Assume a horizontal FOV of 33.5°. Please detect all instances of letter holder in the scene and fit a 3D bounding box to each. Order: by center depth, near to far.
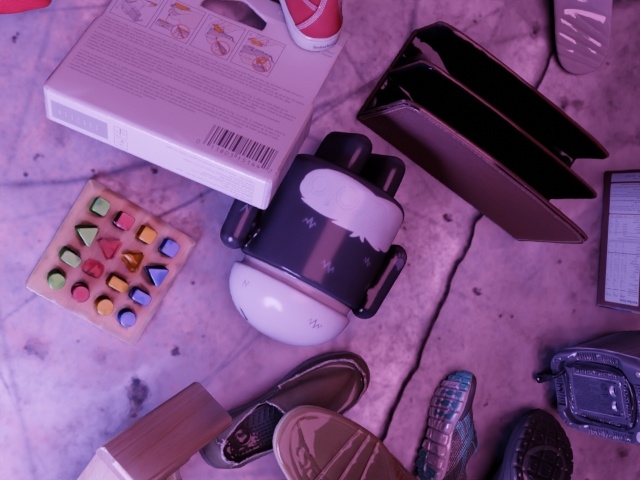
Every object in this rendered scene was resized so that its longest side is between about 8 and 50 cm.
[{"bbox_3d":[0.233,-0.140,1.392,0.302,0.214,0.152,35,84,-14],"label":"letter holder"}]

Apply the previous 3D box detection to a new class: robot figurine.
[{"bbox_3d":[-0.002,-0.001,1.361,0.209,0.173,0.278,26,85,12],"label":"robot figurine"}]

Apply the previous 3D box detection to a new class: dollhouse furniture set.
[{"bbox_3d":[-0.117,0.406,1.223,0.394,0.362,0.256,45,125,10],"label":"dollhouse furniture set"}]

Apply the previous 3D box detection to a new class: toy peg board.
[{"bbox_3d":[-0.260,0.030,1.337,0.161,0.079,0.161,32,85,-14],"label":"toy peg board"}]

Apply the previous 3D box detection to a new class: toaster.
[{"bbox_3d":[0.429,0.197,1.476,0.146,0.227,0.129,-14,97,-31],"label":"toaster"}]

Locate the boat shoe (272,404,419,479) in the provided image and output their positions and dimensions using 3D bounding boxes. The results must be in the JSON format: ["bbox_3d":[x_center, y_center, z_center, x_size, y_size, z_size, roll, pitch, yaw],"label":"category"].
[{"bbox_3d":[0.056,0.327,1.400,0.341,0.110,0.121,43,80,-23],"label":"boat shoe"}]

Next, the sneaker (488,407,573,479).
[{"bbox_3d":[0.260,0.366,1.481,0.109,0.130,0.286,35,61,-20],"label":"sneaker"}]

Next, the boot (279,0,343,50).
[{"bbox_3d":[-0.026,-0.378,1.294,0.088,0.176,0.244,-17,64,-18],"label":"boot"}]

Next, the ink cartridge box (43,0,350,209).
[{"bbox_3d":[-0.145,-0.204,1.313,0.296,0.066,0.261,23,58,5],"label":"ink cartridge box"}]

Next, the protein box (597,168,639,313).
[{"bbox_3d":[0.522,0.005,1.517,0.200,0.136,0.201,3,92,-15],"label":"protein box"}]

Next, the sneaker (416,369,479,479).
[{"bbox_3d":[0.191,0.264,1.488,0.076,0.065,0.166,18,91,-32],"label":"sneaker"}]

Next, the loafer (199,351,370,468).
[{"bbox_3d":[-0.038,0.233,1.401,0.251,0.087,0.094,-31,100,-12],"label":"loafer"}]

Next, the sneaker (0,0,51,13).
[{"bbox_3d":[-0.456,-0.260,1.277,0.279,0.107,0.118,-14,115,-11],"label":"sneaker"}]

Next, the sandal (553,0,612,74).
[{"bbox_3d":[0.363,-0.370,1.496,0.102,0.076,0.265,0,114,-1],"label":"sandal"}]
